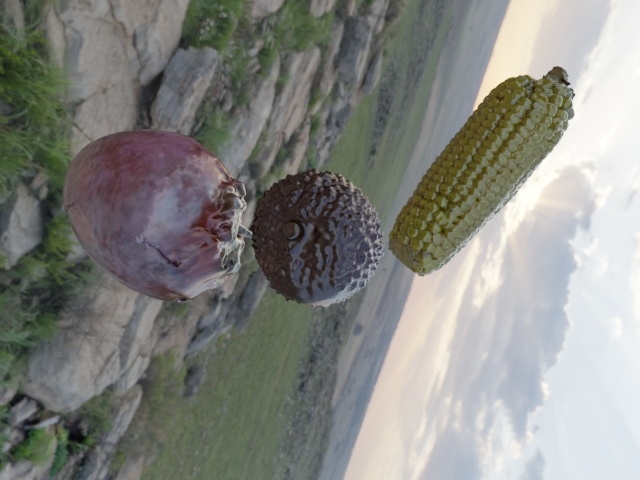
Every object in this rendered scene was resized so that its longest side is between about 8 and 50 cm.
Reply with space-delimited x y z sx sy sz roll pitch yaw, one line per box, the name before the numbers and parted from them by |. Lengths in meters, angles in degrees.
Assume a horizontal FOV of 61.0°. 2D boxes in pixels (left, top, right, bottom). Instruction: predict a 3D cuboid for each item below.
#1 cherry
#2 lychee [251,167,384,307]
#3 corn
cherry | -0.192 -0.036 0.623 0.175 0.249 0.192 -56 162 -10
lychee | -0.003 0.001 0.493 0.129 0.123 0.123 91 19 -79
corn | 0.211 -0.093 0.714 0.322 0.119 0.119 -52 169 1
